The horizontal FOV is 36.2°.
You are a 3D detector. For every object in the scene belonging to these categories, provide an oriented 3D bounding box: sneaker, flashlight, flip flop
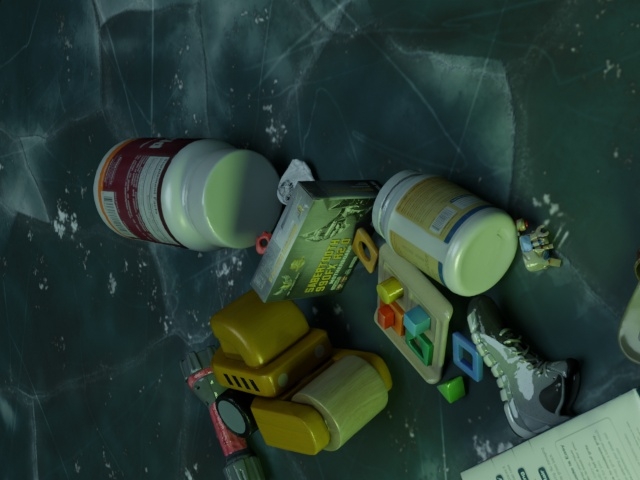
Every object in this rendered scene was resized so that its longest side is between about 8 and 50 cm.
[{"bbox_3d":[0.315,0.172,1.451,0.132,0.086,0.229,-28,83,41],"label":"sneaker"},{"bbox_3d":[-0.200,0.373,2.031,0.103,0.103,0.304,-41,62,39],"label":"flashlight"},{"bbox_3d":[0.450,0.043,1.275,0.112,0.080,0.277,37,120,41],"label":"flip flop"}]

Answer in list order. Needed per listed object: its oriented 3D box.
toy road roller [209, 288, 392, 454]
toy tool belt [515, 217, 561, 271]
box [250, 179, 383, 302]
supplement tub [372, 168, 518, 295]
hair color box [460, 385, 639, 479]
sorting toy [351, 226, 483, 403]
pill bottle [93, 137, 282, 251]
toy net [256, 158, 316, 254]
[{"bbox_3d":[-0.060,0.216,1.726,0.329,0.202,0.240,3,120,47],"label":"toy road roller"},{"bbox_3d":[0.323,0.003,1.449,0.051,0.052,0.083,-14,85,17],"label":"toy tool belt"},{"bbox_3d":[0.000,0.000,1.707,0.056,0.183,0.231,50,127,34],"label":"box"},{"bbox_3d":[0.189,-0.017,1.517,0.199,0.144,0.144,36,119,42],"label":"supplement tub"},{"bbox_3d":[0.373,0.341,1.372,0.347,0.105,0.174,-40,64,42],"label":"hair color box"},{"bbox_3d":[0.138,0.125,1.617,0.348,0.047,0.196,49,151,34],"label":"sorting toy"},{"bbox_3d":[-0.270,-0.096,1.974,0.392,0.224,0.224,8,100,48],"label":"pill bottle"},{"bbox_3d":[-0.057,-0.036,1.850,0.122,0.045,0.232,-1,83,20],"label":"toy net"}]
